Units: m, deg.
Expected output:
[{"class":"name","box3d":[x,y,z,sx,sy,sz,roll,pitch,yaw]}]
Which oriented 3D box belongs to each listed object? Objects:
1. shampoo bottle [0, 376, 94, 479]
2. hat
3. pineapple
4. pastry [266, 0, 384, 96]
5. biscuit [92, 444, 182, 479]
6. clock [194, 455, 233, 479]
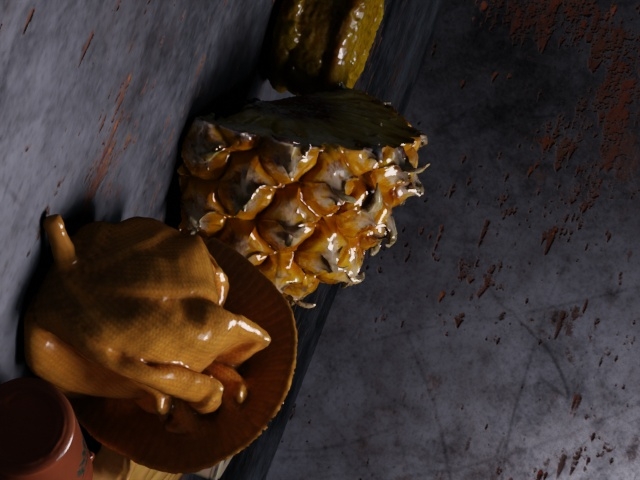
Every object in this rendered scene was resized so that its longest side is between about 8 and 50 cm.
[{"class":"shampoo bottle","box3d":[-0.234,0.187,1.423,0.244,0.085,0.085,92,20,-70]},{"class":"hat","box3d":[-0.165,0.036,1.399,0.233,0.233,0.244,55,39,-49]},{"class":"pineapple","box3d":[-0.001,0.003,1.807,0.344,0.209,0.286,-17,126,-54]},{"class":"pastry","box3d":[0.007,-0.250,1.964,0.189,0.103,0.189,19,90,-83]},{"class":"biscuit","box3d":[-0.183,0.230,1.801,0.312,0.057,0.351,-56,170,-12]},{"class":"clock","box3d":[-0.135,0.229,2.371,0.192,0.071,0.147,-56,164,-63]}]
